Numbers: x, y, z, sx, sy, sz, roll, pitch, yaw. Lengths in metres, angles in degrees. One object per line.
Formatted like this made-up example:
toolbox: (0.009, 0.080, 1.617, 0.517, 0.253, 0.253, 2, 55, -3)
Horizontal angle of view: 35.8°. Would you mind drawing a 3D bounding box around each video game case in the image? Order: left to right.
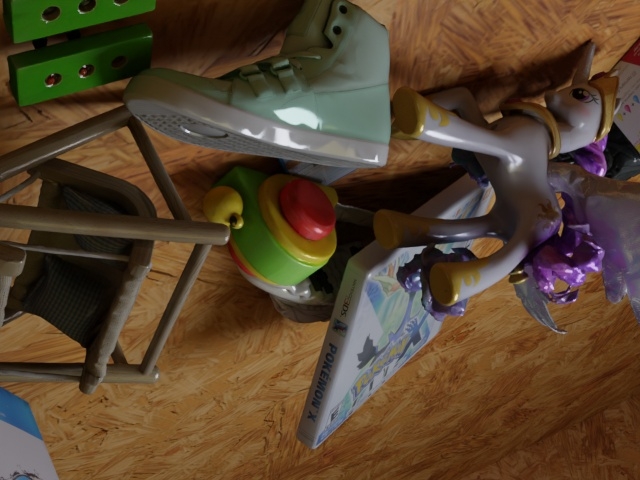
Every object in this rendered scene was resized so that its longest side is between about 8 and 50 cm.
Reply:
video game case: (0.009, -0.110, 1.064, 0.119, 0.015, 0.166, -29, 155, -3)
video game case: (0.104, 0.080, 1.281, 0.329, 0.036, 0.300, -34, 148, -46)

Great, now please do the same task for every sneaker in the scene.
sneaker: (-0.046, -0.151, 0.839, 0.256, 0.151, 0.094, 6, 177, -38)
sneaker: (-0.022, 0.055, 1.237, 0.118, 0.110, 0.292, -32, 156, 22)
sneaker: (0.367, -0.101, 1.375, 0.286, 0.109, 0.130, -10, 155, -32)

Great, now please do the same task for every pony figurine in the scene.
pony figurine: (0.241, -0.037, 1.124, 0.363, 0.351, 0.303, -14, -176, -33)

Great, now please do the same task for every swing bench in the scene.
swing bench: (-0.253, 0.028, 0.856, 0.255, 0.165, 0.253, -12, 149, -33)

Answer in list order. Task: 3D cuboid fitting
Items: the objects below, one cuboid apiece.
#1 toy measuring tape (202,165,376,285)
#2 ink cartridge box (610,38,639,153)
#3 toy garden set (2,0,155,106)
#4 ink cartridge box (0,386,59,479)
toy measuring tape: (0.000, 0.000, 1.103, 0.330, 0.121, 0.121, 13, 131, -47)
ink cartridge box: (0.470, -0.169, 1.269, 0.127, 0.176, 0.128, -6, 145, -42)
toy garden set: (-0.210, -0.186, 0.657, 0.204, 0.049, 0.244, -21, 154, -25)
ink cartridge box: (-0.402, 0.317, 1.092, 0.198, 0.270, 0.197, -30, 155, -3)
